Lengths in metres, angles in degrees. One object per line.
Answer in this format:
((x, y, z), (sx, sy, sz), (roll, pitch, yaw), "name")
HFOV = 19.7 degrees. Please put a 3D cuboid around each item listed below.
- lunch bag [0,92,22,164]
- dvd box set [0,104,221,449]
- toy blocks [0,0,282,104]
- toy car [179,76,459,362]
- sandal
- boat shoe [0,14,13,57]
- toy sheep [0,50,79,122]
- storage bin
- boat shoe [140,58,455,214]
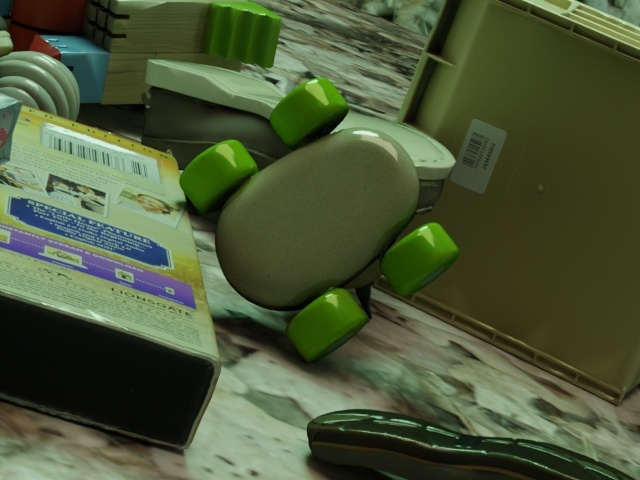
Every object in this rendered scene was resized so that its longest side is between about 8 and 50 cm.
((-0.231, -0.072, 1.104), (0.071, 0.053, 0.083), (25, 24, 22), "lunch bag")
((-0.228, -0.019, 1.144), (0.308, 0.062, 0.420), (18, 14, -14), "dvd box set")
((-0.254, -0.220, 1.712), (0.261, 0.190, 0.381), (-5, 26, -37), "toy blocks")
((0.000, 0.000, 1.303), (0.155, 0.149, 0.188), (54, -7, 11), "toy car")
((0.094, 0.143, 1.036), (0.219, 0.060, 0.090), (10, 5, 13), "sandal")
((-0.322, -0.181, 1.434), (0.103, 0.092, 0.285), (-14, 15, -25), "boat shoe")
((-0.232, -0.105, 1.430), (0.091, 0.091, 0.132), (22, 28, 1), "toy sheep")
((0.189, -0.046, 1.465), (0.260, 0.262, 0.123), (26, 16, 17), "storage bin")
((-0.028, -0.066, 1.458), (0.324, 0.096, 0.117), (22, 13, 41), "boat shoe")
